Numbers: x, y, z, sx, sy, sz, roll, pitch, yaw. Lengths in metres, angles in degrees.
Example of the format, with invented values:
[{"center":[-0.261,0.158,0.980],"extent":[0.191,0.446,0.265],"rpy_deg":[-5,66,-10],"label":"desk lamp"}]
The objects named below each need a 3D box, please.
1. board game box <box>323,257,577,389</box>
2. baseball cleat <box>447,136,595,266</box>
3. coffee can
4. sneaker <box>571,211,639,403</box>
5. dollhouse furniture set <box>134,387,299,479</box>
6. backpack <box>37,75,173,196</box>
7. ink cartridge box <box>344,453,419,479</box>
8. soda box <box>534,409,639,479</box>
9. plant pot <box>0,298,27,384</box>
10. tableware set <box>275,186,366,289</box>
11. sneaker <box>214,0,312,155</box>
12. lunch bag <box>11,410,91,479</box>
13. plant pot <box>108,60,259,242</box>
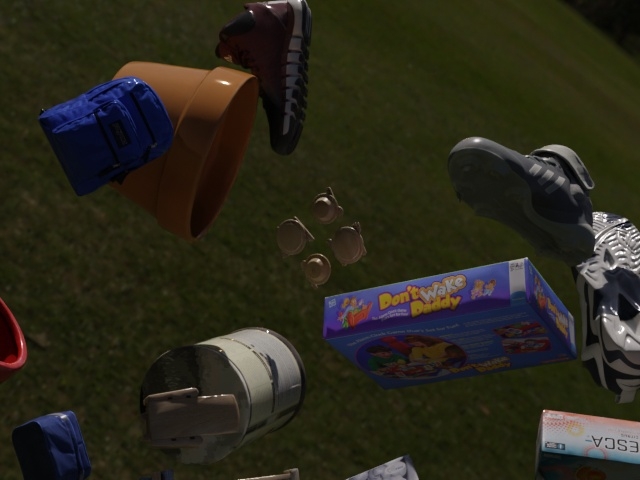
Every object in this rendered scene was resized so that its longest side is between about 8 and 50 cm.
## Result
[{"center":[0.211,0.143,1.876],"extent":[0.233,0.347,0.078],"rpy_deg":[44,41,-50],"label":"board game box"},{"center":[0.186,-0.057,1.065],"extent":[0.206,0.072,0.109],"rpy_deg":[38,51,-40],"label":"baseball cleat"},{"center":[-0.164,0.266,2.033],"extent":[0.201,0.201,0.275],"rpy_deg":[43,15,13],"label":"coffee can"},{"center":[0.346,0.090,1.383],"extent":[0.094,0.153,0.235],"rpy_deg":[-8,46,-6],"label":"sneaker"},{"center":[-0.165,0.376,1.694],"extent":[0.198,0.303,0.286],"rpy_deg":[-3,76,-18],"label":"dollhouse furniture set"},{"center":[-0.208,-0.106,1.162],"extent":[0.098,0.120,0.101],"rpy_deg":[67,-12,-20],"label":"backpack"},{"center":[0.070,0.442,1.680],"extent":[0.045,0.206,0.208],"rpy_deg":[63,5,-53],"label":"ink cartridge box"},{"center":[0.320,0.230,1.218],"extent":[0.183,0.058,0.063],"rpy_deg":[6,39,8],"label":"soda box"},{"center":[-0.539,0.151,1.630],"extent":[0.191,0.174,0.191],"rpy_deg":[51,10,-13],"label":"plant pot"},{"center":[0.000,0.000,2.043],"extent":[0.020,0.168,0.141],"rpy_deg":[-9,65,-57],"label":"tableware set"},{"center":[-0.106,-0.285,2.008],"extent":[0.162,0.281,0.106],"rpy_deg":[3,-12,9],"label":"sneaker"},{"center":[-0.320,0.259,1.401],"extent":[0.065,0.067,0.098],"rpy_deg":[-13,84,-52],"label":"lunch bag"},{"center":[-0.246,-0.166,1.888],"extent":[0.203,0.291,0.291],"rpy_deg":[22,16,5],"label":"plant pot"}]
